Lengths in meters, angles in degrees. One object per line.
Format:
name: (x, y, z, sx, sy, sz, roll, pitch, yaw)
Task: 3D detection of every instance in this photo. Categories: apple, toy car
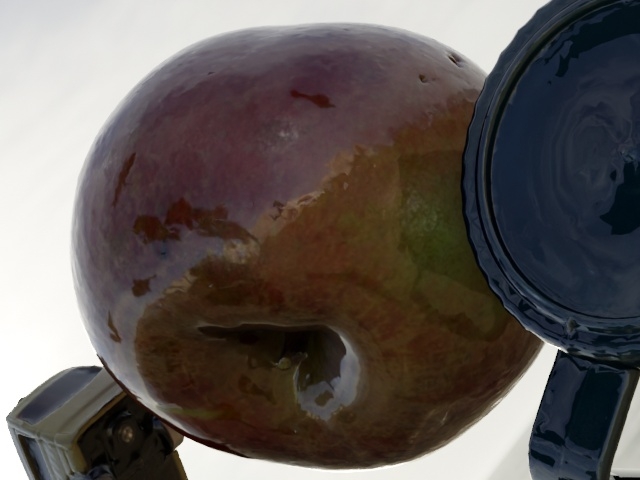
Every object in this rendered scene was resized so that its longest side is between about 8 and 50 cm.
apple: (0.000, 0.000, 1.109, 0.348, 0.348, 0.277, 117, 169, -47)
toy car: (-0.161, 0.227, 1.290, 0.101, 0.124, 0.257, -40, -55, -38)

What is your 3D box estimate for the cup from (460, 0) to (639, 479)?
cup: (0.235, -0.002, 0.949, 0.292, 0.242, 0.308, 15, -57, -48)
